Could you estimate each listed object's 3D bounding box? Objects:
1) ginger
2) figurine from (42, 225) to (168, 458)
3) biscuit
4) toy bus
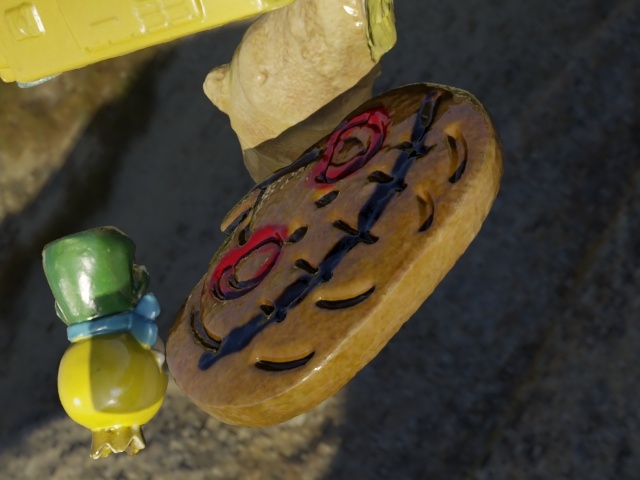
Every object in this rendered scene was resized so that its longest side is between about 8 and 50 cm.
[{"bbox_3d":[-0.005,-0.179,1.779,0.126,0.190,0.354,-73,8,-48],"label":"ginger"},{"bbox_3d":[-0.221,0.107,1.840,0.127,0.234,0.185,-20,-1,-5],"label":"figurine"},{"bbox_3d":[-0.001,-0.001,1.588,0.367,0.063,0.314,-50,33,-6],"label":"biscuit"},{"bbox_3d":[-0.168,-0.207,1.447,0.335,0.121,0.123,-12,18,31],"label":"toy bus"}]
